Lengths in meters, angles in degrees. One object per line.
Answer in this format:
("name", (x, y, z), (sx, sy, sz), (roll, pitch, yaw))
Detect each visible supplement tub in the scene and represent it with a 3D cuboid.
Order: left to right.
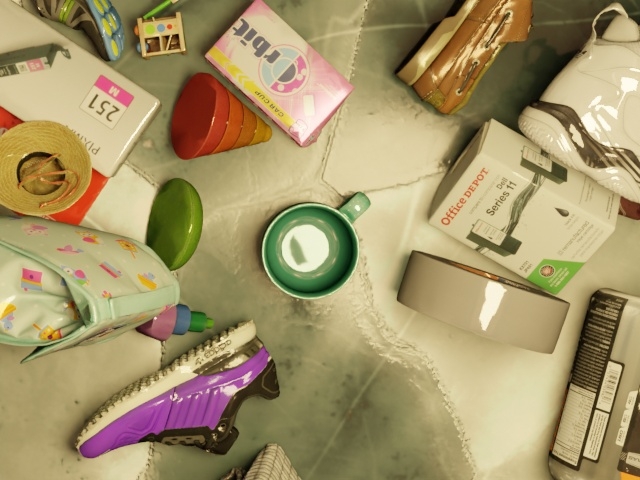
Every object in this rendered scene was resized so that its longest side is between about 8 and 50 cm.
("supplement tub", (0.421, 0.235, 1.616), (0.193, 0.193, 0.316), (14, 93, -4))

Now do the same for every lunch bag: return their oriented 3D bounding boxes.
("lunch bag", (-0.333, 0.060, 1.508), (0.262, 0.223, 0.160), (13, 98, 20))

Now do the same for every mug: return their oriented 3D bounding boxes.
("mug", (-0.002, 0.009, 1.628), (0.158, 0.097, 0.129), (-11, 93, -3))

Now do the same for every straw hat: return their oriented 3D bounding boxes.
("straw hat", (-0.364, -0.081, 1.580), (0.144, 0.061, 0.144), (-1, 66, 1))

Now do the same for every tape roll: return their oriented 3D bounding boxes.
("tape roll", (0.213, 0.080, 1.584), (0.219, 0.219, 0.072), (19, 93, -4))

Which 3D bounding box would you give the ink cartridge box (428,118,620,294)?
("ink cartridge box", (0.270, -0.044, 1.611), (0.208, 0.087, 0.153), (29, 133, -4))

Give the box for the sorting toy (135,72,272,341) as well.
("sorting toy", (-0.149, -0.036, 1.633), (0.126, 0.127, 0.365), (10, 96, -33))

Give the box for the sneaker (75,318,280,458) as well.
("sneaker", (-0.184, 0.240, 1.626), (0.293, 0.102, 0.146), (-31, 95, -1))

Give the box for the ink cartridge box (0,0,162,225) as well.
("ink cartridge box", (-0.392, -0.164, 1.617), (0.275, 0.060, 0.239), (34, 89, -4))

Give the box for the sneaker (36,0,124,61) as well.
("sneaker", (-0.335, -0.315, 1.617), (0.078, 0.067, 0.188), (-38, 96, 20))

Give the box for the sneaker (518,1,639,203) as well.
("sneaker", (0.453, -0.142, 1.532), (0.366, 0.137, 0.210), (27, 104, -10))

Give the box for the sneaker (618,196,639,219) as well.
("sneaker", (0.459, -0.157, 1.654), (0.162, 0.106, 0.281), (23, 102, -9))

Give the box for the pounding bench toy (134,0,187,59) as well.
("pounding bench toy", (-0.218, -0.290, 1.623), (0.065, 0.052, 0.083), (-7, 93, -3))

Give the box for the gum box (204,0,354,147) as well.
("gum box", (-0.052, -0.222, 1.630), (0.188, 0.062, 0.107), (42, 90, -4))

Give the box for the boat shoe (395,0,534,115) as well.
("boat shoe", (0.237, -0.308, 1.629), (0.104, 0.111, 0.307), (40, 100, -8))

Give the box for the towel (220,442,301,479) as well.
("towel", (-0.046, 0.430, 1.581), (0.121, 0.235, 0.283), (-32, 94, 5))
